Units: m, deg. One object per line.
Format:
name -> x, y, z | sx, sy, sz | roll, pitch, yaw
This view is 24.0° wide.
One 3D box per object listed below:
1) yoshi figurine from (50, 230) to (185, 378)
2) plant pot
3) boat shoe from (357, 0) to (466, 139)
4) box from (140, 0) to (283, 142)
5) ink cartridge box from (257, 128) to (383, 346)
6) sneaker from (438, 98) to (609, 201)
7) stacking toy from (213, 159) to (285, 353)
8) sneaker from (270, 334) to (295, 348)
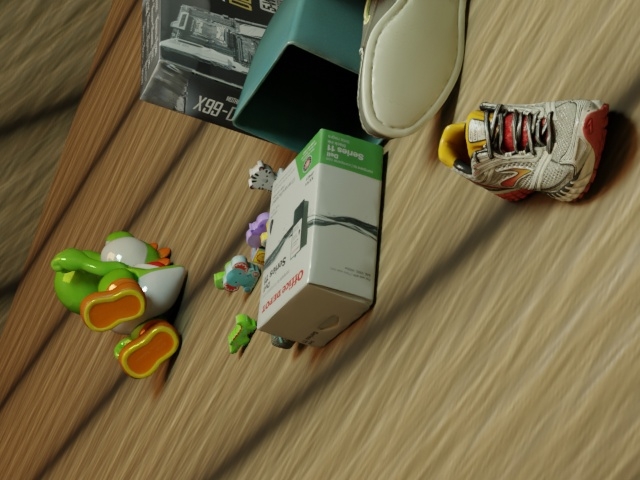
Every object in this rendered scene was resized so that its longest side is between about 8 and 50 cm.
yoshi figurine -> -0.346, 0.098, 2.453 | 0.362, 0.203, 0.203 | -120, 43, -68
plant pot -> 0.017, -0.240, 1.819 | 0.166, 0.165, 0.234 | -49, 25, 48
boat shoe -> 0.100, -0.237, 1.674 | 0.091, 0.109, 0.305 | -33, 38, 61
box -> -0.124, -0.273, 2.091 | 0.076, 0.242, 0.307 | -58, 24, 35
ink cartridge box -> 0.000, 0.000, 1.761 | 0.153, 0.087, 0.208 | 135, 145, -53
sneaker -> 0.179, -0.082, 1.348 | 0.225, 0.093, 0.088 | -16, 59, 66
stacking toy -> -0.096, 0.019, 2.051 | 0.167, 0.052, 0.221 | -105, 37, -56
sneaker -> -0.045, 0.064, 1.869 | 0.166, 0.065, 0.076 | -91, 23, -45
